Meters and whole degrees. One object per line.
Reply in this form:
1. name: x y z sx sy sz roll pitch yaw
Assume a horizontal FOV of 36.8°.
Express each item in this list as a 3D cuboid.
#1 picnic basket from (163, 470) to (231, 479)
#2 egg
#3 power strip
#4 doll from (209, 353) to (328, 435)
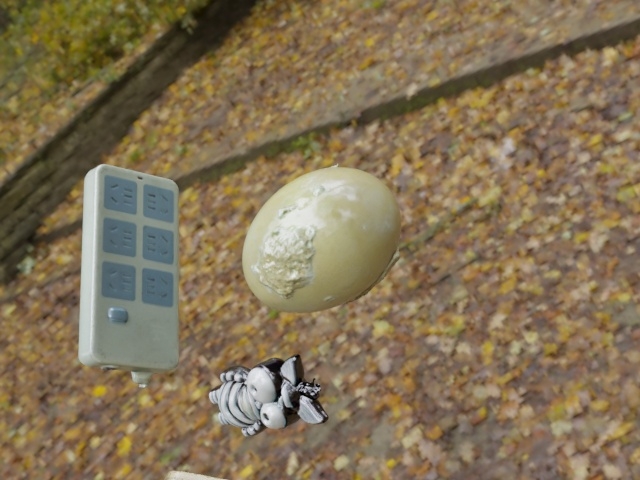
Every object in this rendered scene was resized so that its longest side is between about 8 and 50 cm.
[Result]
1. picnic basket: -0.040 0.399 1.016 0.313 0.228 0.175 6 41 14
2. egg: 0.002 0.003 1.126 0.201 0.164 0.164 -34 24 8
3. power strip: -0.228 0.037 1.152 0.046 0.118 0.270 -21 64 43
4. doll: -0.071 0.191 1.165 0.067 0.091 0.219 -20 -1 -39
